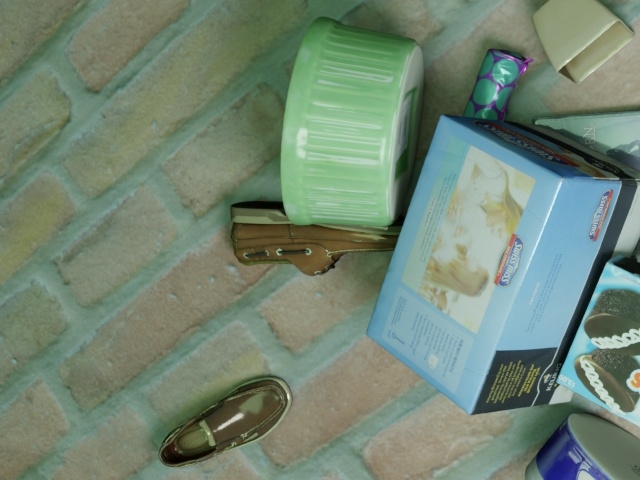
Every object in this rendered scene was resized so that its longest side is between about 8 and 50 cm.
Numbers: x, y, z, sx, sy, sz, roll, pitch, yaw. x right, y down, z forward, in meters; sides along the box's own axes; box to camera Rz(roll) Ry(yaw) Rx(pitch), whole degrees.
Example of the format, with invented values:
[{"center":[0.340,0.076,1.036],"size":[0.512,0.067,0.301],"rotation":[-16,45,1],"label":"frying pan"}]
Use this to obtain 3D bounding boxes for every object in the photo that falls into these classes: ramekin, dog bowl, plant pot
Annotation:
[{"center":[0.054,-0.162,1.566],"size":[0.148,0.303,0.303],"rotation":[9,100,12],"label":"ramekin"},{"center":[0.423,0.361,1.510],"size":[0.265,0.265,0.104],"rotation":[37,106,13],"label":"dog bowl"},{"center":[0.361,-0.298,1.534],"size":[0.109,0.109,0.096],"rotation":[-41,70,20],"label":"plant pot"}]

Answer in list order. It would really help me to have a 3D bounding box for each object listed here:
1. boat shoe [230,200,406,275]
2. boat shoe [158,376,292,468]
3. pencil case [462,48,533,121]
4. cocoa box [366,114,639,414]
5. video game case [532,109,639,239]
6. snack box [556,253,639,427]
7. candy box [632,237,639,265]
[{"center":[0.000,0.000,1.713],"size":[0.307,0.111,0.104],"rotation":[6,103,30],"label":"boat shoe"},{"center":[-0.162,0.315,1.815],"size":[0.257,0.095,0.095],"rotation":[-34,85,21],"label":"boat shoe"},{"center":[0.254,-0.206,1.603],"size":[0.070,0.064,0.151],"rotation":[27,107,32],"label":"pencil case"},{"center":[0.256,0.030,1.493],"size":[0.231,0.228,0.347],"rotation":[36,116,43],"label":"cocoa box"},{"center":[0.449,-0.090,1.567],"size":[0.274,0.026,0.196],"rotation":[-2,96,20],"label":"video game case"},{"center":[0.479,0.172,1.367],"size":[0.322,0.060,0.187],"rotation":[28,116,24],"label":"snack box"},{"center":[0.514,0.100,1.482],"size":[0.071,0.159,0.233],"rotation":[-32,94,20],"label":"candy box"}]
